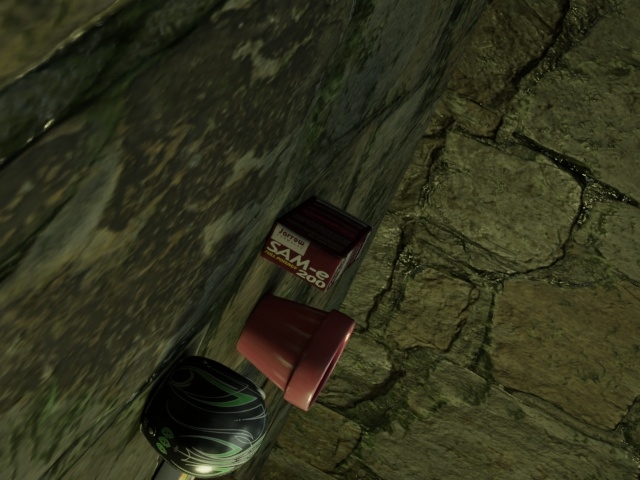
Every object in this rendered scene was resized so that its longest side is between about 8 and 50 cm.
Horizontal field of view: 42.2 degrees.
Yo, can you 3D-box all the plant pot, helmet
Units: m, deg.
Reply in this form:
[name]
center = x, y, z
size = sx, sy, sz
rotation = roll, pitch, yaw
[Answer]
[plant pot]
center = -0.055, 0.201, 1.617
size = 0.201, 0.180, 0.201
rotation = -59, 172, -14
[helmet]
center = -0.162, 0.264, 1.211
size = 0.169, 0.162, 0.169
rotation = -60, 172, -14

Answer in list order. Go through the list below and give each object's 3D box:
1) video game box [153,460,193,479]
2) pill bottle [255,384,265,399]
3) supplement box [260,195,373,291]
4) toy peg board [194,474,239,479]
[video game box]
center = -0.294, 0.484, 1.560
size = 0.205, 0.048, 0.187
rotation = -60, 175, -8
[pill bottle]
center = -0.180, 0.381, 1.854
size = 0.120, 0.067, 0.067
rotation = -57, 171, -30
[supplement box]
center = 0.000, 0.000, 1.457
size = 0.073, 0.130, 0.239
rotation = -64, 171, 19
[toy peg board]
center = -0.245, 0.602, 1.924
size = 0.079, 0.161, 0.161
rotation = -106, -139, -77
